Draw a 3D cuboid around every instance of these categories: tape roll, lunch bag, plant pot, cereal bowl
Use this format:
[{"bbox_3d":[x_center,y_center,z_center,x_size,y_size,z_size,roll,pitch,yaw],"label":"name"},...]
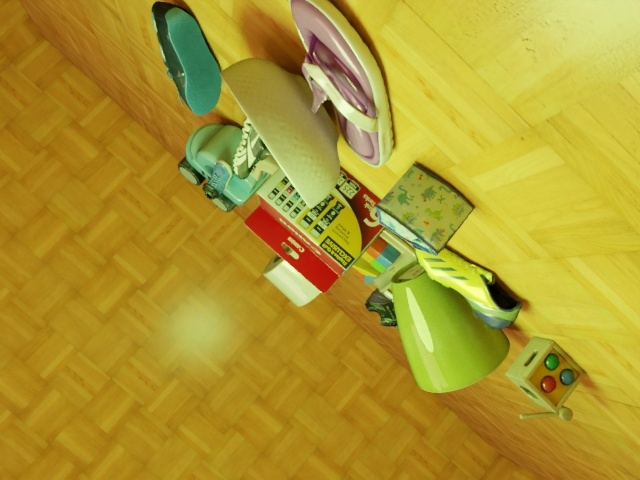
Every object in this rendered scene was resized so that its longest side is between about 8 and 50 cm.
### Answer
[{"bbox_3d":[-0.058,0.085,2.016,0.169,0.246,0.246,44,169,-10],"label":"tape roll"},{"bbox_3d":[0.208,-0.056,1.152,0.151,0.129,0.096,35,169,25],"label":"lunch bag"},{"bbox_3d":[0.316,0.201,1.551,0.293,0.275,0.275,62,165,-11],"label":"plant pot"},{"bbox_3d":[-0.060,-0.243,1.226,0.339,0.141,0.339,57,180,-1],"label":"cereal bowl"}]

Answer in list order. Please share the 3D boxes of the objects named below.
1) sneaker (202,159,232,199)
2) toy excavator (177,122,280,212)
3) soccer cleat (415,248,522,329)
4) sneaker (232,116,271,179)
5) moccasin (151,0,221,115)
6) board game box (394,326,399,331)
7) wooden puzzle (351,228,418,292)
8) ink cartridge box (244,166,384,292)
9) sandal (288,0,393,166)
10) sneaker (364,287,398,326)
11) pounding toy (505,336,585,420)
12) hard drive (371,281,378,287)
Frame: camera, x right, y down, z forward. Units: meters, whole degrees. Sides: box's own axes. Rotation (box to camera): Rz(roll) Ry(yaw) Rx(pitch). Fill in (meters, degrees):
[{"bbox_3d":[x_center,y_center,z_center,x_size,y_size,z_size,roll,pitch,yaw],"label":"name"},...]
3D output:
[{"bbox_3d":[-0.329,-0.184,1.824,0.058,0.084,0.152,37,147,3],"label":"sneaker"},{"bbox_3d":[-0.246,-0.244,1.895,0.433,0.222,0.445,41,161,-2],"label":"toy excavator"},{"bbox_3d":[0.355,0.086,1.383,0.289,0.093,0.121,44,140,15],"label":"soccer cleat"},{"bbox_3d":[-0.184,-0.259,1.672,0.106,0.078,0.234,29,128,9],"label":"sneaker"},{"bbox_3d":[-0.346,-0.481,1.522,0.117,0.138,0.342,42,156,24],"label":"moccasin"},{"bbox_3d":[0.433,0.418,2.468,0.208,0.056,0.347,50,168,-17],"label":"board game box"},{"bbox_3d":[0.103,0.013,1.759,0.348,0.080,0.322,42,157,2],"label":"wooden puzzle"},{"bbox_3d":[-0.010,-0.059,1.535,0.309,0.272,0.130,40,169,6],"label":"ink cartridge box"},{"bbox_3d":[0.038,-0.253,1.044,0.169,0.102,0.416,34,166,37],"label":"sandal"},{"bbox_3d":[0.301,0.307,2.274,0.283,0.124,0.107,37,169,23],"label":"sneaker"},{"bbox_3d":[0.571,0.379,1.440,0.206,0.181,0.094,44,169,-9],"label":"pounding toy"},{"bbox_3d":[0.124,0.036,2.006,0.339,0.064,0.237,42,170,-4],"label":"hard drive"}]
